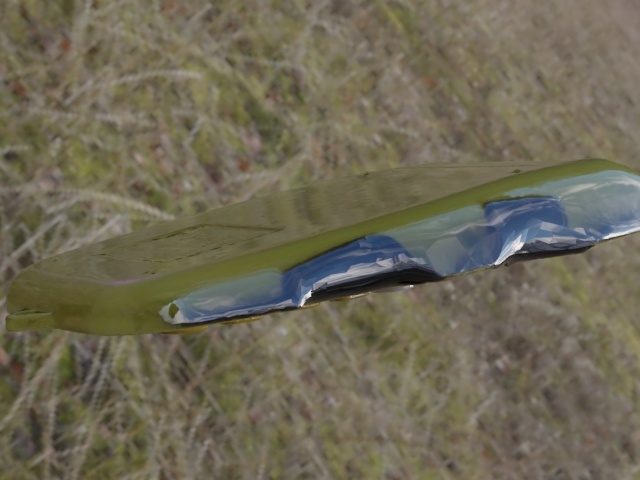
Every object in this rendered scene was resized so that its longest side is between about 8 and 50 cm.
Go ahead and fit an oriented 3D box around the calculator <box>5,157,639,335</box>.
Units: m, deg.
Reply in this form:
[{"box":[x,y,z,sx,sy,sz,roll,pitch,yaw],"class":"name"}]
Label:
[{"box":[0.000,0.000,0.476,0.236,0.157,0.033,-14,100,-30],"class":"calculator"}]
